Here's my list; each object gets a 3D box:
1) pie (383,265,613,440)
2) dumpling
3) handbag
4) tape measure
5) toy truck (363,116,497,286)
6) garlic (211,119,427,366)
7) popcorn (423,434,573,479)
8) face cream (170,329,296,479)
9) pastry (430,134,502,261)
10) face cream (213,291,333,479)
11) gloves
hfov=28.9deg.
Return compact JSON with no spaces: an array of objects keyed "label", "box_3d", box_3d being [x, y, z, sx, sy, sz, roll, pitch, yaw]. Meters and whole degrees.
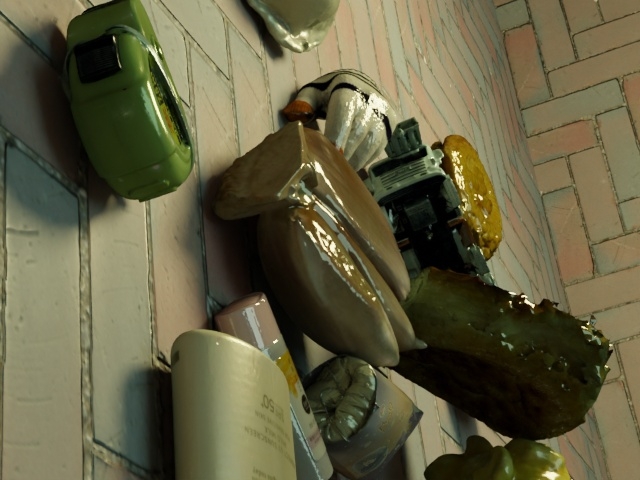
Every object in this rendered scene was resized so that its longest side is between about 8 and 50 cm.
[{"label":"pie","box_3d":[0.203,0.151,1.586,0.288,0.354,0.103,33,62,-13]},{"label":"dumpling","box_3d":[-0.043,-0.344,1.664,0.151,0.124,0.229,-42,130,-30]},{"label":"handbag","box_3d":[0.037,0.196,1.356,0.095,0.117,0.173,31,-7,36]},{"label":"tape measure","box_3d":[-0.166,-0.111,1.075,0.154,0.087,0.177,-95,164,-71]},{"label":"toy truck","box_3d":[0.165,-0.032,1.967,0.184,0.133,0.338,-105,170,-53]},{"label":"garlic","box_3d":[0.001,0.000,1.412,0.325,0.132,0.279,56,24,-37]},{"label":"popcorn","box_3d":[0.231,0.388,1.593,0.252,0.215,0.286,-140,-118,-67]},{"label":"face cream","box_3d":[-0.065,0.258,1.034,0.173,0.081,0.348,49,28,-51]},{"label":"pastry","box_3d":[0.233,-0.056,2.216,0.240,0.132,0.235,51,30,-37]},{"label":"face cream","box_3d":[-0.046,0.152,1.239,0.084,0.057,0.198,-46,118,-72]},{"label":"gloves","box_3d":[0.034,-0.158,1.689,0.219,0.131,0.140,-91,156,-66]}]
